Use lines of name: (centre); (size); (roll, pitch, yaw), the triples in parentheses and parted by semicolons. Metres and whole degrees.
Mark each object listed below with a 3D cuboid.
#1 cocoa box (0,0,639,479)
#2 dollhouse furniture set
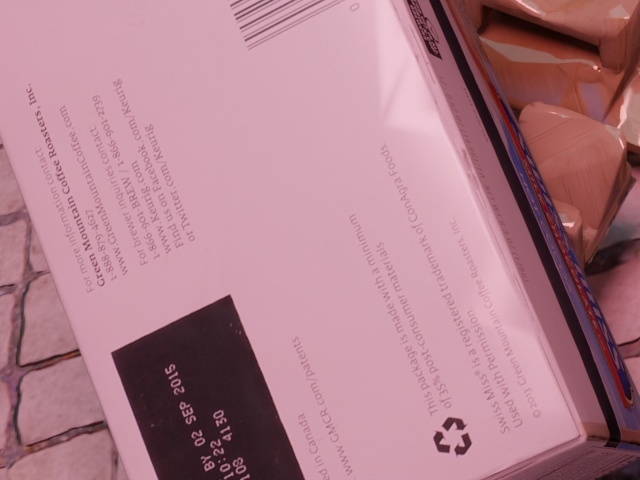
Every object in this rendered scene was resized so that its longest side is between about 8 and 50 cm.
cocoa box: (0.000, 0.000, 1.053); (0.231, 0.228, 0.347); (-26, 76, 14)
dollhouse furniture set: (0.091, -0.148, 1.365); (0.394, 0.256, 0.362); (22, 66, 19)
